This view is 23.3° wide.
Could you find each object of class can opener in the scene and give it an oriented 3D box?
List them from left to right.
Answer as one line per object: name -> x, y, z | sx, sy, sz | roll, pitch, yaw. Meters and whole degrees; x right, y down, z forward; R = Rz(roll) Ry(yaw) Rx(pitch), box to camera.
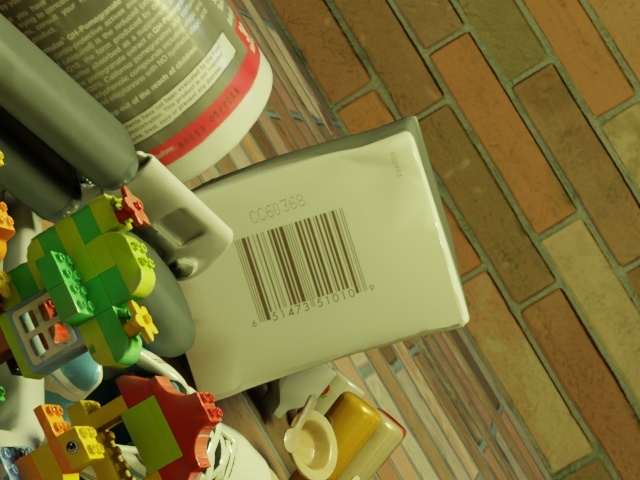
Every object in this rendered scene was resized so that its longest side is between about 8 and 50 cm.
can opener -> -0.133, -0.034, 0.847 | 0.280, 0.074, 0.093 | 48, 16, -48

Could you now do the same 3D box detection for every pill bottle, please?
pill bottle -> -0.189, -0.196, 1.174 | 0.318, 0.176, 0.176 | 53, 11, -29

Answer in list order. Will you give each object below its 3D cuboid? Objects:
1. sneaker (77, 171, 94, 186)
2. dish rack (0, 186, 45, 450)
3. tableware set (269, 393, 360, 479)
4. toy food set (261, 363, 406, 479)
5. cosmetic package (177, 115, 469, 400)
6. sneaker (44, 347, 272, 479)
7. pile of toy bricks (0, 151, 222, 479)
sneaker -> -0.190, -0.049, 1.106 | 0.170, 0.051, 0.089 | 54, 10, -2
dish rack -> -0.246, -0.052, 0.760 | 0.285, 0.072, 0.333 | 53, 11, -32
tableware set -> -0.004, 0.207, 1.163 | 0.169, 0.020, 0.141 | 58, 40, -19
toy food set -> -0.005, 0.165, 1.332 | 0.111, 0.104, 0.232 | 39, -1, -24
cosmetic package -> 0.000, 0.000, 1.295 | 0.385, 0.217, 0.156 | -44, 117, -82
sneaker -> -0.094, 0.119, 0.914 | 0.237, 0.086, 0.085 | 41, 55, -47
pile of toy bricks -> -0.117, 0.019, 0.685 | 0.212, 0.105, 0.118 | 62, 10, 13
